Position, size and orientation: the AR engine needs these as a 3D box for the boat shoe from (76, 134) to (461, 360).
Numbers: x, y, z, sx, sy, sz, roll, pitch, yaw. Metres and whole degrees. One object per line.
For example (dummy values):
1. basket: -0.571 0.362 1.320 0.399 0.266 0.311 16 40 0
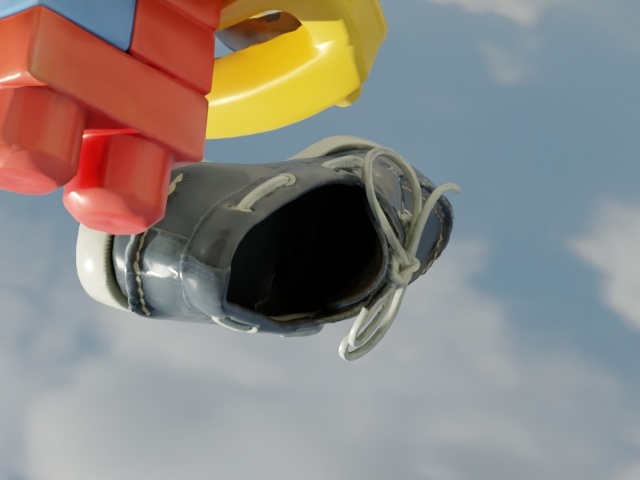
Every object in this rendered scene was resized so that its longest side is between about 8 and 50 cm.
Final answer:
1. boat shoe: 0.000 0.000 0.797 0.079 0.095 0.254 19 -173 30

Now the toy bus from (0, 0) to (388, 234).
1. toy bus: -0.041 -0.097 0.492 0.149 0.211 0.220 -12 158 38
